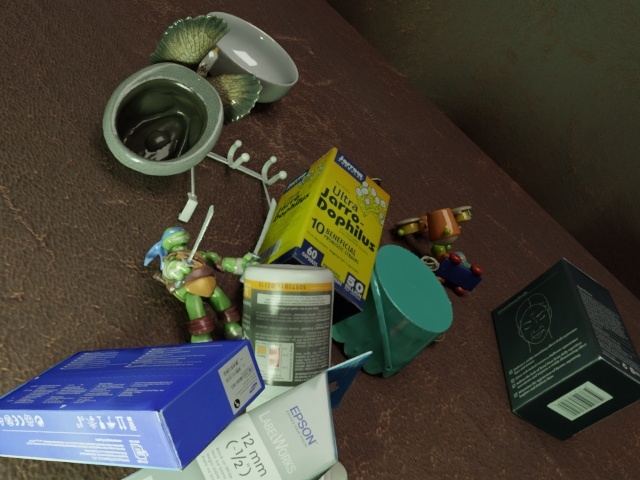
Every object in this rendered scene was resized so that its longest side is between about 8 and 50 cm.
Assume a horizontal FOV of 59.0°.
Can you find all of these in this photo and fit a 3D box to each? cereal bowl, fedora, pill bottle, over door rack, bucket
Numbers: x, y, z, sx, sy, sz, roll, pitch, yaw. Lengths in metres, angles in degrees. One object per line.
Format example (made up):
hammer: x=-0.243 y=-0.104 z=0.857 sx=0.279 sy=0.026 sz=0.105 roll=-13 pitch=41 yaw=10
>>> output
cereal bowl: x=-0.244 y=-0.553 z=1.782 sx=0.339 sy=0.141 sz=0.339 roll=26 pitch=37 yaw=-22
fedora: x=-0.360 y=-0.254 z=1.290 sx=0.243 sy=0.124 sz=0.275 roll=29 pitch=65 yaw=-8
pill bottle: x=-0.060 y=0.184 z=1.000 sx=0.162 sy=0.162 sz=0.278 roll=3 pitch=90 yaw=-44
over door rack: x=-0.205 y=-0.147 z=1.389 sx=0.239 sy=0.108 sz=0.324 roll=22 pitch=38 yaw=-26
bucket: x=0.161 y=0.157 z=1.332 sx=0.281 sy=0.183 sz=0.281 roll=29 pitch=36 yaw=-23

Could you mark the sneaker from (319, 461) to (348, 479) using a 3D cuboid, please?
sneaker: x=-0.040 y=0.388 z=0.957 sx=0.228 sy=0.092 sz=0.087 roll=21 pitch=37 yaw=-29

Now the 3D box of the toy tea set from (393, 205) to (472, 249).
toy tea set: x=0.391 y=-0.030 z=1.823 sx=0.336 sy=0.200 sz=0.124 roll=-10 pitch=85 yaw=-51

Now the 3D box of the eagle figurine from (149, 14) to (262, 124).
eagle figurine: x=-0.306 y=-0.403 z=1.383 sx=0.226 sy=0.225 sz=0.298 roll=8 pitch=2 yaw=-33

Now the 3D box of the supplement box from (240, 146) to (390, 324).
supplement box: x=0.000 y=0.000 z=1.269 sx=0.194 sy=0.195 sz=0.356 roll=39 pitch=44 yaw=-21

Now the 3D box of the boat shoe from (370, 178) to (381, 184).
boat shoe: x=0.160 y=-0.184 z=1.865 sx=0.133 sy=0.049 sz=0.042 roll=-6 pitch=83 yaw=-57

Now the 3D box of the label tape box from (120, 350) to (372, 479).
label tape box: x=-0.076 y=0.304 z=0.755 sx=0.347 sy=0.249 sz=0.115 roll=-21 pitch=65 yaw=-23

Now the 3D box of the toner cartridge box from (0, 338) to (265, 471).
toner cartridge box: x=-0.259 y=0.204 z=0.726 sx=0.165 sy=0.347 sz=0.075 roll=-32 pitch=109 yaw=-56

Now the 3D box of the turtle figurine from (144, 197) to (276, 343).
turtle figurine: x=-0.185 y=0.077 z=1.037 sx=0.198 sy=0.274 sz=0.266 roll=13 pitch=57 yaw=-85

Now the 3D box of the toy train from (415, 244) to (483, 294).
toy train: x=0.377 y=0.057 z=1.766 sx=0.248 sy=0.105 sz=0.143 roll=26 pitch=25 yaw=-20

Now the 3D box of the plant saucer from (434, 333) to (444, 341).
plant saucer: x=0.266 y=0.206 z=1.523 sx=0.168 sy=0.029 sz=0.168 roll=33 pitch=29 yaw=-21

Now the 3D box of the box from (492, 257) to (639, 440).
box: x=0.696 y=0.305 z=1.621 sx=0.212 sy=0.293 sz=0.395 roll=31 pitch=35 yaw=-17
